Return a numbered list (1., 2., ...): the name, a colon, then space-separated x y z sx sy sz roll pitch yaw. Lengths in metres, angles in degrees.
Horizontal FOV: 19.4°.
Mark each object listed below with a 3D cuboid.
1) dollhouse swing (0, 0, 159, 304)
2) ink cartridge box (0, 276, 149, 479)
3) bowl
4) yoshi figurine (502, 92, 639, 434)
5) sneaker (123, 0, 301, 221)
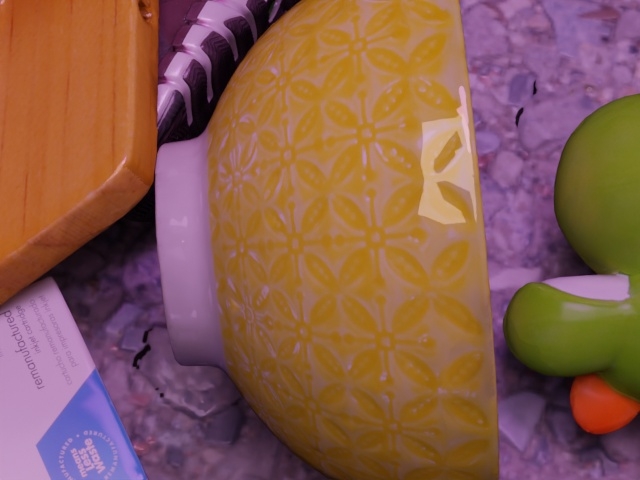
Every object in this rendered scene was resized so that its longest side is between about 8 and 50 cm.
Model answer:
1. dollhouse swing: -0.135 -0.187 0.884 0.305 0.347 0.315 -16 55 21
2. ink cartridge box: -0.219 0.132 1.001 0.231 0.078 0.134 -24 68 -11
3. bowl: 0.000 0.000 0.956 0.156 0.289 0.289 -4 66 2
4. yoshi figurine: 0.279 -0.004 1.025 0.362 0.203 0.203 -2 50 0
5. sneaker: -0.107 -0.142 1.128 0.163 0.106 0.281 19 58 16
